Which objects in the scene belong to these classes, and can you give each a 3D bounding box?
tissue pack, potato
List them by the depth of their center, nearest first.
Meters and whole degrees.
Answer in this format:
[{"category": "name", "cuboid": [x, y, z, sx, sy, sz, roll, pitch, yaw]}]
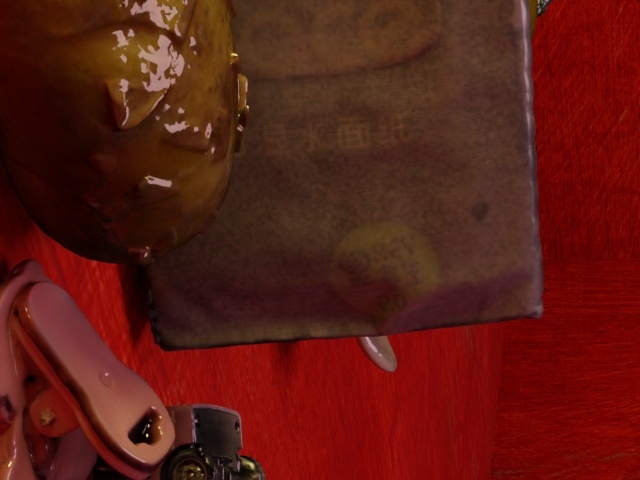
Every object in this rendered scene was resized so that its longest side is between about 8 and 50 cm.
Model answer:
[{"category": "potato", "cuboid": [-0.119, -0.127, 0.717, 0.176, 0.141, 0.298, -87, 171, -62]}, {"category": "tissue pack", "cuboid": [-0.001, -0.128, 0.896, 0.124, 0.288, 0.394, -84, 169, -66]}]

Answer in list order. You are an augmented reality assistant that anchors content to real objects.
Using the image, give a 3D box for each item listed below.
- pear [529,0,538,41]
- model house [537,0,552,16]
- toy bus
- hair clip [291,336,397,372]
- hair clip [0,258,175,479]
[{"category": "pear", "cuboid": [0.141, -0.312, 1.584, 0.253, 0.253, 0.307, -56, 148, -68]}, {"category": "model house", "cuboid": [0.176, -0.365, 1.803, 0.329, 0.252, 0.294, -68, 155, -45]}, {"category": "toy bus", "cuboid": [-0.100, 0.206, 0.847, 0.096, 0.108, 0.198, 32, 55, -69]}, {"category": "hair clip", "cuboid": [0.018, -0.007, 1.346, 0.172, 0.113, 0.282, 5, 83, -77]}, {"category": "hair clip", "cuboid": [-0.163, 0.093, 0.758, 0.138, 0.102, 0.123, 52, 22, -11]}]
